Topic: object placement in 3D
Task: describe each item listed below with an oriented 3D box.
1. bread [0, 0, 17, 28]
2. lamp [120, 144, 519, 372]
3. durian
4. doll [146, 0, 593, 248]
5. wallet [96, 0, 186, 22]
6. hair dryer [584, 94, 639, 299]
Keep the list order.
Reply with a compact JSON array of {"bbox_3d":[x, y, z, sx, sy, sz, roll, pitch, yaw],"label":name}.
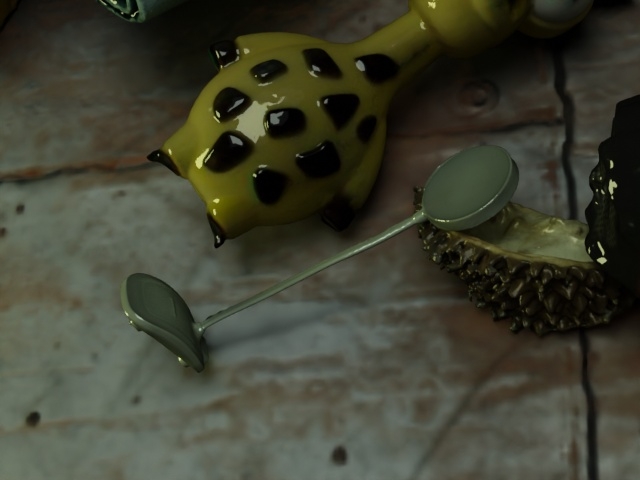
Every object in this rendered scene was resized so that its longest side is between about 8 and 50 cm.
[{"bbox_3d":[-0.291,-0.199,0.788,0.240,0.139,0.239,-6,62,11],"label":"bread"},{"bbox_3d":[0.000,0.000,0.635,0.198,0.056,0.050,-29,35,12],"label":"lamp"},{"bbox_3d":[0.093,0.004,0.634,0.130,0.052,0.066,22,70,27],"label":"durian"},{"bbox_3d":[0.046,-0.103,0.685,0.291,0.086,0.117,-36,94,-7],"label":"doll"},{"bbox_3d":[-0.081,-0.275,0.737,0.251,0.054,0.290,-30,77,-25],"label":"wallet"},{"bbox_3d":[0.239,0.089,0.503,0.313,0.123,0.340,13,60,12],"label":"hair dryer"}]
